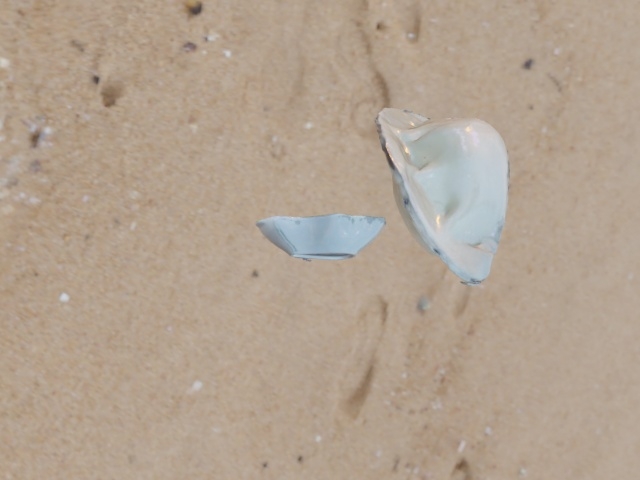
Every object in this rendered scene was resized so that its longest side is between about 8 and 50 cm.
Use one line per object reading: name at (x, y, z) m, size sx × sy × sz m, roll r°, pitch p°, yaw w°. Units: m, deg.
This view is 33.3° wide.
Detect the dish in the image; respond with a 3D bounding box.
dish at (0.000, 0.000, 1.104) m, size 0.137 × 0.091 × 0.039 m, roll 1°, pitch 79°, yaw -18°

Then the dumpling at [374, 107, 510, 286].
dumpling at (0.123, -0.067, 1.133) m, size 0.172 × 0.247 × 0.142 m, roll 28°, pitch 124°, yaw -31°
